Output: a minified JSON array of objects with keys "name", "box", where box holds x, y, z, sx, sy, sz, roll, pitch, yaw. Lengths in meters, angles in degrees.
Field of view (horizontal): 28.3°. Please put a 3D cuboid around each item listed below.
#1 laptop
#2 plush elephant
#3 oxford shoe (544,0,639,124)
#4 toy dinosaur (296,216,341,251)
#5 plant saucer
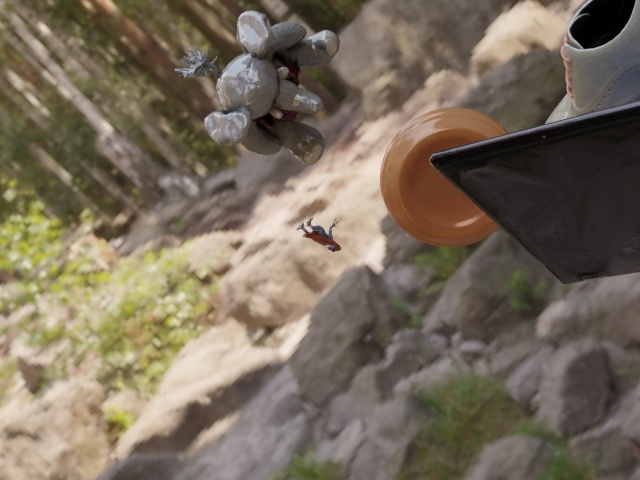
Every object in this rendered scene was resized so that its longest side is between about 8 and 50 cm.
[{"name":"laptop","box":[0.392,-0.107,1.276,0.382,0.408,0.236,-13,53,40]},{"name":"plush elephant","box":[-0.102,-0.290,2.422,0.255,0.330,0.272,-133,57,-71]},{"name":"oxford shoe","box":[0.344,-0.219,1.537,0.397,0.146,0.140,121,156,-49]},{"name":"toy dinosaur","box":[0.000,0.000,2.050,0.047,0.082,0.090,-35,22,34]},{"name":"plant saucer","box":[0.183,-0.083,1.754,0.200,0.200,0.037,-46,15,11]}]
